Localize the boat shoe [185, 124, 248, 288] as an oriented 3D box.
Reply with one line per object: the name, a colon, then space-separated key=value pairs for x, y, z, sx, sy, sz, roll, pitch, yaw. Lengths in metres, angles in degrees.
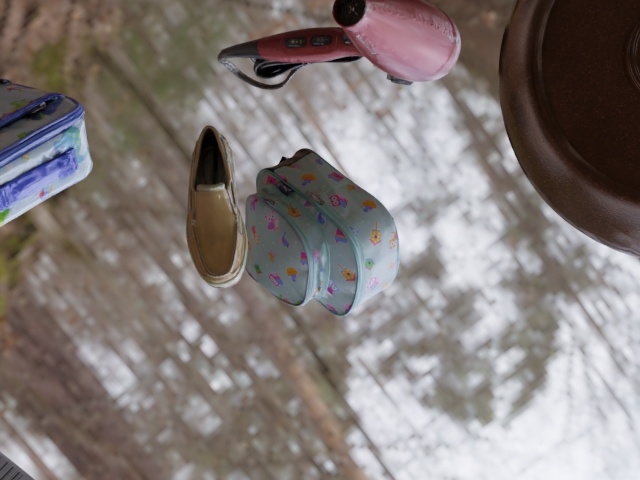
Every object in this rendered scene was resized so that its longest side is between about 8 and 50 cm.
boat shoe: x=-0.122 y=-0.041 z=2.119 sx=0.068 sy=0.072 sz=0.190 roll=-9 pitch=-118 yaw=-2

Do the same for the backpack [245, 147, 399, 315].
backpack: x=0.000 y=0.000 z=2.310 sx=0.188 sy=0.166 sz=0.144 roll=29 pitch=-136 yaw=27

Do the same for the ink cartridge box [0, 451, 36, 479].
ink cartridge box: x=-0.330 y=0.339 z=2.108 sx=0.045 sy=0.223 sz=0.224 roll=-48 pitch=172 yaw=-37

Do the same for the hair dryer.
hair dryer: x=0.026 y=-0.183 z=1.861 sx=0.224 sy=0.080 sz=0.293 roll=-6 pitch=170 yaw=-12

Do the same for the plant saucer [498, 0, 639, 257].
plant saucer: x=0.279 y=-0.138 z=1.429 sx=0.311 sy=0.310 sz=0.050 roll=-32 pitch=162 yaw=14

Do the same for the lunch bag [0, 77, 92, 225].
lunch bag: x=-0.331 y=-0.073 z=1.768 sx=0.176 sy=0.090 sz=0.219 roll=16 pitch=-144 yaw=36
